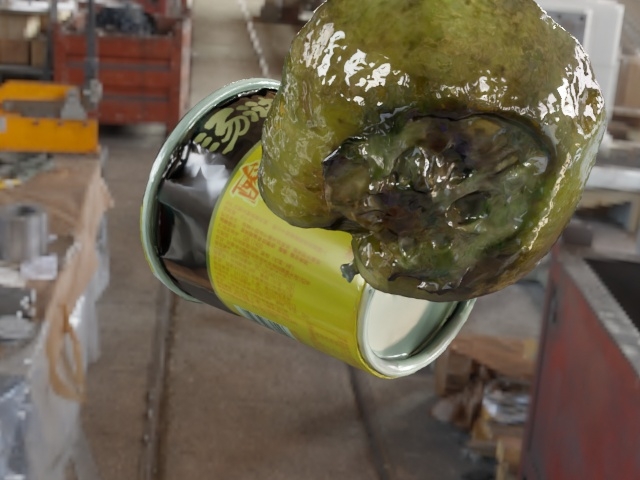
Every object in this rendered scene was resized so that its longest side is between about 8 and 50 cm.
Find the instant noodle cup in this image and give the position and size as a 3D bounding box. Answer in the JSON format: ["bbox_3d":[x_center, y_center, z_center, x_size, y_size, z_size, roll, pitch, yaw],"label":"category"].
[{"bbox_3d":[0.000,0.000,0.949,0.215,0.215,0.236,-12,31,-43],"label":"instant noodle cup"}]

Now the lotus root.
[{"bbox_3d":[0.057,-0.035,0.607,0.183,0.203,0.078,10,37,-2],"label":"lotus root"}]
